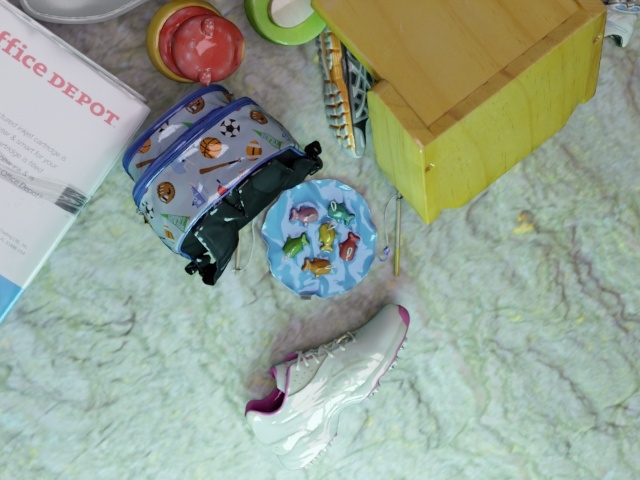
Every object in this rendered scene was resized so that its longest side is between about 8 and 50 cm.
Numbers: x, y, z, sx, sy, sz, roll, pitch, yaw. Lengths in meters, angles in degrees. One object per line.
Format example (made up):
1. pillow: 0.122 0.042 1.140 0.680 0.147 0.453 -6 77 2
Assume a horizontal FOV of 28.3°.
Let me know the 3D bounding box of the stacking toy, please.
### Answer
1. stacking toy: -0.103 -0.370 1.730 0.280 0.130 0.309 -13 110 -17

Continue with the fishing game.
1. fishing game: 0.000 0.000 1.938 0.264 0.041 0.189 5 95 -12

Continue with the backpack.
1. backpack: -0.147 -0.096 1.778 0.213 0.263 0.276 43 89 -1

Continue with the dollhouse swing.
1. dollhouse swing: 0.183 -0.281 1.866 0.347 0.315 0.305 -39 65 -13

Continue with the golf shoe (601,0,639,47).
1. golf shoe: 0.407 -0.338 1.957 0.176 0.069 0.086 4 104 -11

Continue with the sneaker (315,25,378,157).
1. sneaker: 0.051 -0.230 1.893 0.083 0.084 0.214 -11 102 -19

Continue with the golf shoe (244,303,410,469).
1. golf shoe: 0.010 0.203 1.936 0.140 0.115 0.306 40 88 -11

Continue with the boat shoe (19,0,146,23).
1. boat shoe: -0.278 -0.379 1.795 0.303 0.091 0.114 -14 108 -11

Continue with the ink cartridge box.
1. ink cartridge box: -0.462 -0.114 1.759 0.285 0.166 0.395 36 91 -15
